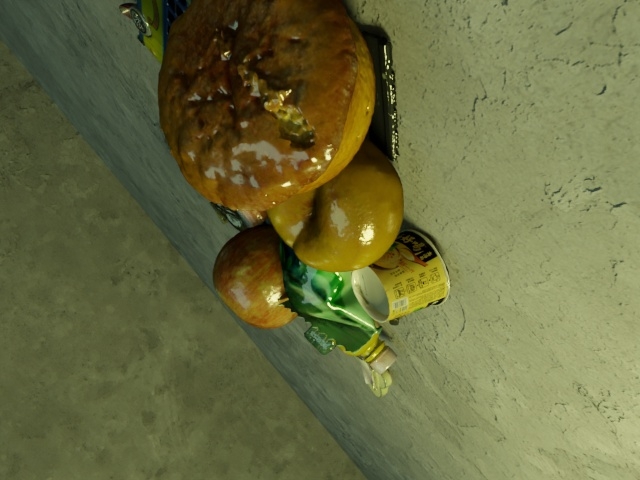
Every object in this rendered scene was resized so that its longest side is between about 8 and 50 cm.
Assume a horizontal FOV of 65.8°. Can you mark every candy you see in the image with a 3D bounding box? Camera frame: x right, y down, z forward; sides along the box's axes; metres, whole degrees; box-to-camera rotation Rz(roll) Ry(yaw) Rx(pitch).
[{"bbox_3d":[-0.005,0.002,1.020,0.263,0.172,0.397,15,127,44],"label":"candy"}]

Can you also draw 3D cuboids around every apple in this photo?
[{"bbox_3d":[-0.134,0.083,1.305,0.278,0.250,0.309,38,-170,-22],"label":"apple"}]

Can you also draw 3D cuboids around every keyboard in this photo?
[{"bbox_3d":[0.085,-0.200,0.704,0.060,0.018,0.195,42,158,35],"label":"keyboard"}]

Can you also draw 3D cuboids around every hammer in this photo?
[{"bbox_3d":[-0.336,-0.104,1.593,0.060,0.028,0.195,51,172,10],"label":"hammer"}]

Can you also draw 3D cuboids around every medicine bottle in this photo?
[{"bbox_3d":[0.098,0.241,1.263,0.212,0.122,0.121,45,158,9],"label":"medicine bottle"}]

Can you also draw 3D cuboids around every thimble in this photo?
[{"bbox_3d":[0.028,0.249,1.390,0.090,0.135,0.118,44,154,10],"label":"thimble"}]

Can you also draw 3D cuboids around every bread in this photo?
[{"bbox_3d":[-0.070,-0.190,0.644,0.313,0.172,0.311,4,97,32],"label":"bread"}]

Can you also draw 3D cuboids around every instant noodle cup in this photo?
[{"bbox_3d":[0.134,0.067,0.870,0.151,0.122,0.151,43,144,42],"label":"instant noodle cup"}]

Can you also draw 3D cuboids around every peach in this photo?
[{"bbox_3d":[0.014,-0.064,0.798,0.251,0.153,0.250,14,115,32],"label":"peach"}]

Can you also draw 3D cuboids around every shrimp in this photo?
[{"bbox_3d":[-0.253,-0.095,1.462,0.254,0.059,0.145,48,156,3],"label":"shrimp"}]

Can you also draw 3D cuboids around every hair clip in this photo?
[{"bbox_3d":[0.138,0.376,1.484,0.159,0.071,0.218,18,137,62],"label":"hair clip"}]

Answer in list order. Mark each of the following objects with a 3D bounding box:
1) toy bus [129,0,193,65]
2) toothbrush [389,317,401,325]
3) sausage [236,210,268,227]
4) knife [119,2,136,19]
[{"bbox_3d":[-0.198,-0.378,0.780,0.175,0.138,0.288,50,158,0],"label":"toy bus"},{"bbox_3d":[0.188,0.120,1.022,0.030,0.030,0.297,21,153,3],"label":"toothbrush"},{"bbox_3d":[-0.229,-0.182,1.227,0.093,0.093,0.312,8,134,59],"label":"sausage"},{"bbox_3d":[-0.323,-0.423,1.057,0.278,0.053,0.123,44,162,14],"label":"knife"}]
